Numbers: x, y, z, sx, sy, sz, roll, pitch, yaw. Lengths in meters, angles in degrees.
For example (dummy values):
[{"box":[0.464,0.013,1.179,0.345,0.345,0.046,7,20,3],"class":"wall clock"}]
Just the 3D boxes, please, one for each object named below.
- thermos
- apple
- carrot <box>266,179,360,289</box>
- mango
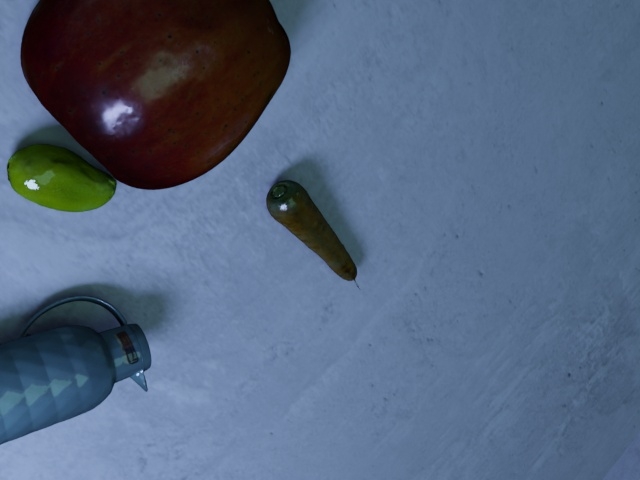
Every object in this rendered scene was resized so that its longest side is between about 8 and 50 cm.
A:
[{"box":[-0.409,0.191,1.231,0.286,0.145,0.182,-19,83,-30],"class":"thermos"},{"box":[-0.229,-0.259,1.194,0.365,0.295,0.329,-39,162,-15],"class":"apple"},{"box":[0.000,0.000,1.472,0.078,0.078,0.298,-48,129,-10],"class":"carrot"},{"box":[-0.376,-0.089,1.181,0.165,0.074,0.091,12,99,-36],"class":"mango"}]
